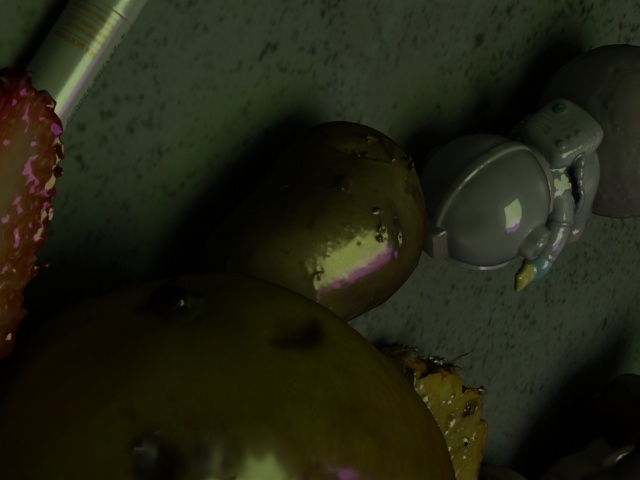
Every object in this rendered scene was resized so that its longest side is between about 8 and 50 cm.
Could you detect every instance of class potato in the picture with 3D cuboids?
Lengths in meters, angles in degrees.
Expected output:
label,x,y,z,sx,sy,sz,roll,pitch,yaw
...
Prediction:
label,x,y,z,sx,sy,sz,roll,pitch,yaw
potato,0.000,0.000,1.197,0.176,0.137,0.137,-48,141,-20

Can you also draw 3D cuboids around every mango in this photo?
label,x,y,z,sx,sy,sz,roll,pitch,yaw
mango,-0.048,0.199,1.127,0.301,0.220,0.445,-43,135,-9

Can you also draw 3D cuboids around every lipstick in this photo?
label,x,y,z,sx,sy,sz,roll,pitch,yaw
lipstick,-0.144,-0.105,1.022,0.141,0.040,0.040,-59,144,-7

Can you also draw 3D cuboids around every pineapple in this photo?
label,x,y,z,sx,sy,sz,roll,pitch,yaw
pineapple,0.081,0.191,1.456,0.135,0.079,0.233,-6,115,-53

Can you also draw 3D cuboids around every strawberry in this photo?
label,x,y,z,sx,sy,sz,roll,pitch,yaw
strawberry,-0.241,0.034,0.936,0.286,0.106,0.188,-66,151,-21

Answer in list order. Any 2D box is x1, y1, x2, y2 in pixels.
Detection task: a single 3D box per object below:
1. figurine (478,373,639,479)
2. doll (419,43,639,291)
label,x,y,z,sx,sy,sz,roll,pitch,yaw
figurine,0.265,0.261,1.627,0.381,0.203,0.248,-25,133,-41
doll,0.183,-0.059,1.386,0.287,0.151,0.151,-26,130,-38
